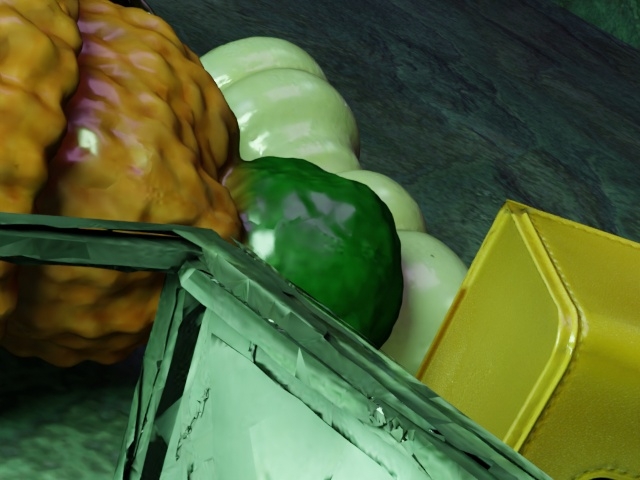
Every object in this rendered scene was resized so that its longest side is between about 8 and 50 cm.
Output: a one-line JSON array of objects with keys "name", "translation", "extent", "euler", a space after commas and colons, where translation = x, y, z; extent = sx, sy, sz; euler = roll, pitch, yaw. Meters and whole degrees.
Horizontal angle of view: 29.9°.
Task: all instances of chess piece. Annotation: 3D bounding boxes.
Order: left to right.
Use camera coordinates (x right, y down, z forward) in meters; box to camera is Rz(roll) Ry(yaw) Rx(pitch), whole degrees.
[{"name": "chess piece", "translation": [0.000, 0.000, 0.854], "extent": [0.167, 0.167, 0.300], "euler": [5, 35, -39]}]

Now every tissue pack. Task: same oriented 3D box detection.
[{"name": "tissue pack", "translation": [0.201, 0.125, 0.704], "extent": [0.274, 0.194, 0.145], "euler": [17, 27, -14]}]

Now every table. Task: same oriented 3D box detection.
[{"name": "table", "translation": [-0.073, 0.150, 0.265], "extent": [0.272, 0.222, 0.335], "euler": [4, 20, -40]}]

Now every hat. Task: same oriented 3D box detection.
[{"name": "hat", "translation": [-0.133, -0.057, 0.636], "extent": [0.400, 0.285, 0.285], "euler": [4, 28, -24]}]

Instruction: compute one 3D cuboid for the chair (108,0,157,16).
[{"name": "chair", "translation": [-0.211, -0.141, 0.960], "extent": [0.158, 0.172, 0.247], "euler": [26, 29, 8]}]
